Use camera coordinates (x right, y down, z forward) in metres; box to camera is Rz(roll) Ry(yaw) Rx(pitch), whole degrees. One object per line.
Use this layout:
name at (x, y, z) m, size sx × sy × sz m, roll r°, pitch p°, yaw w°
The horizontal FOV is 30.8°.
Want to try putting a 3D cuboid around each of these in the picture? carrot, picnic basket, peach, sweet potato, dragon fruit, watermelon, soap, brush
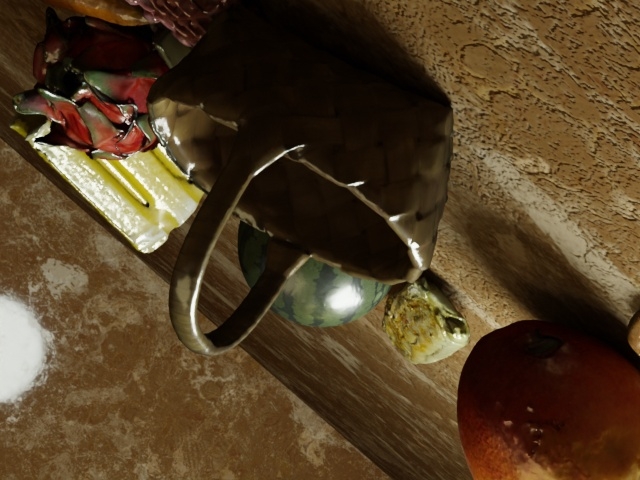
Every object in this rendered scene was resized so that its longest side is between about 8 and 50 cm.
carrot at (-0.281, -0.305, 1.454) m, size 0.205 × 0.072 × 0.072 m, roll 29°, pitch 164°, yaw 28°
picnic basket at (-0.053, -0.026, 1.185) m, size 0.337 × 0.337 × 0.293 m, roll 34°, pitch 163°, yaw 18°
peach at (0.282, 0.225, 1.368) m, size 0.281 × 0.238 × 0.281 m, roll 59°, pitch -163°, yaw -30°
sweet potato at (0.341, 0.093, 1.224) m, size 0.034 × 0.034 × 0.095 m, roll 33°, pitch 155°, yaw 23°
dragon fruit at (-0.290, -0.202, 1.536) m, size 0.193 × 0.192 × 0.274 m, roll 10°, pitch -175°, yaw 8°
watermelon at (0.000, 0.000, 1.436) m, size 0.212 × 0.212 × 0.212 m, roll 36°, pitch 166°, yaw 10°
soap at (-0.309, -0.141, 1.804) m, size 0.091 × 0.199 × 0.315 m, roll 34°, pitch 170°, yaw 45°
brush at (-0.167, -0.205, 1.550) m, size 0.036 × 0.043 × 0.248 m, roll 39°, pitch 169°, yaw 30°

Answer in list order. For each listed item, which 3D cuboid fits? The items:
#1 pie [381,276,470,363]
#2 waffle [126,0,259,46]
pie at (0.154, 0.120, 1.715) m, size 0.128 × 0.068 × 0.282 m, roll 48°, pitch 167°, yaw 7°
waffle at (-0.164, -0.281, 1.256) m, size 0.221 × 0.055 × 0.234 m, roll 33°, pitch 164°, yaw 12°
